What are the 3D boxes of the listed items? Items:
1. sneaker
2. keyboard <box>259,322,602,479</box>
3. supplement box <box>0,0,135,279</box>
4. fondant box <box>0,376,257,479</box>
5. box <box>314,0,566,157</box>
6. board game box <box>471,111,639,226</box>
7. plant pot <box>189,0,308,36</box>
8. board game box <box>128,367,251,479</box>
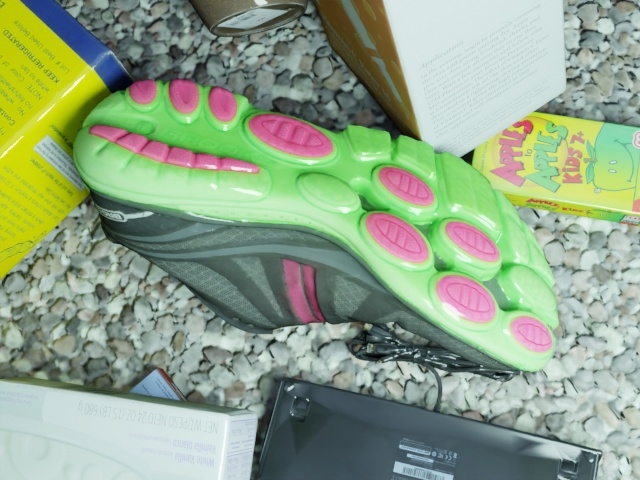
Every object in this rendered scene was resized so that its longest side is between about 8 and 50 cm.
[{"bbox_3d":[0.000,0.000,0.923,0.483,0.202,0.185,23,54,4],"label":"sneaker"},{"bbox_3d":[0.108,0.188,0.924,0.317,0.033,0.201,12,70,10],"label":"keyboard"},{"bbox_3d":[-0.372,-0.089,0.971,0.194,0.195,0.356,43,83,14],"label":"supplement box"},{"bbox_3d":[-0.203,0.306,0.881,0.238,0.096,0.330,6,84,13],"label":"fondant box"},{"bbox_3d":[0.089,-0.258,0.865,0.168,0.345,0.215,-32,59,-2],"label":"box"},{"bbox_3d":[0.248,-0.077,0.980,0.181,0.043,0.092,10,78,8],"label":"board game box"},{"bbox_3d":[-0.094,-0.343,1.015,0.215,0.215,0.230,-13,89,3],"label":"plant pot"},{"bbox_3d":[-0.128,0.278,0.940,0.145,0.027,0.281,-40,76,-5],"label":"board game box"}]
